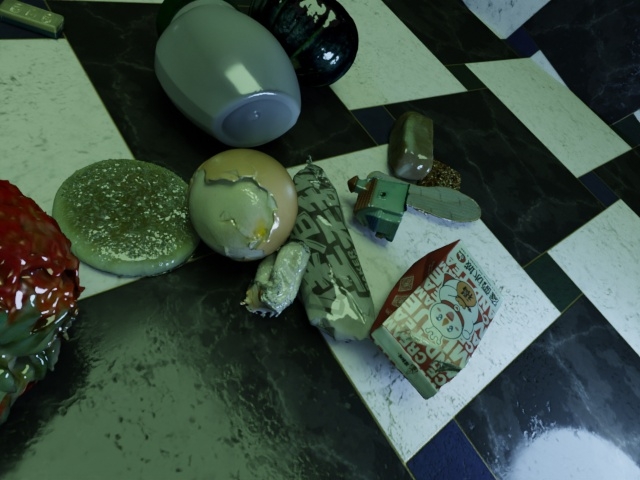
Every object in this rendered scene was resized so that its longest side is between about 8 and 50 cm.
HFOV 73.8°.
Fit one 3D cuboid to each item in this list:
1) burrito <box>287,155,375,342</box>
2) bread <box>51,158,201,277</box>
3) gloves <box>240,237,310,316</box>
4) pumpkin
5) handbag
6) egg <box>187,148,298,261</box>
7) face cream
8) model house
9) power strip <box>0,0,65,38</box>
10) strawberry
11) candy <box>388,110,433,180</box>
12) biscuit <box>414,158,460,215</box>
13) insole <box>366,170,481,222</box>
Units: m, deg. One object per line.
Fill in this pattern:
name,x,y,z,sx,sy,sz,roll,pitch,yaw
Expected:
burrito,0.000,0.000,0.880,0.138,0.101,0.446,-6,62,-17
bread,-0.344,-0.052,0.786,0.266,0.040,0.267,14,51,-18
gloves,-0.076,0.065,0.790,0.070,0.114,0.153,37,60,-27
pumpkin,-0.056,-0.551,1.153,0.315,0.238,0.315,39,12,-10
handbag,0.211,0.148,0.834,0.298,0.151,0.171,-38,91,-39
egg,-0.139,-0.072,0.796,0.201,0.201,0.244,27,24,-6
face cream,-0.217,-0.396,0.981,0.312,0.219,0.357,-15,64,-33
model house,0.123,-0.086,1.006,0.148,0.119,0.148,20,53,4
power strip,-0.656,-0.505,0.967,0.123,0.032,0.056,13,51,-17
strawberry,-0.475,0.056,0.504,0.351,0.267,0.312,21,78,10
candy,0.256,-0.269,1.203,0.104,0.102,0.234,21,52,-11
biscuit,0.332,-0.145,1.199,0.131,0.026,0.237,26,48,-5
insole,0.281,-0.114,1.130,0.348,0.009,0.119,14,54,-15
